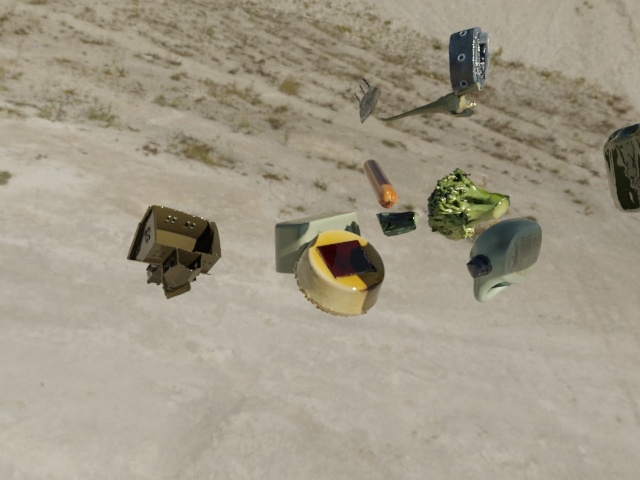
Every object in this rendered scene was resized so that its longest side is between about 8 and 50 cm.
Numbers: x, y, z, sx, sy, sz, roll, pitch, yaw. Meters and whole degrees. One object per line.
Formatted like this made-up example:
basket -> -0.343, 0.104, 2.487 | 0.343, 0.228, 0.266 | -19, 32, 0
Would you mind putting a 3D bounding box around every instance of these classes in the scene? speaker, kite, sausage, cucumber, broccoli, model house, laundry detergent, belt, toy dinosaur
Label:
speaker -> 0.000, 0.000, 1.834 | 0.183, 0.184, 0.406 | 0, 10, 37
kite -> 0.156, -0.506, 1.677 | 0.016, 0.127, 0.229 | 22, 30, -25
sausage -> 0.164, -0.164, 1.332 | 0.053, 0.053, 0.347 | 12, 24, -10
cucumber -> 0.312, -0.082, 1.994 | 0.193, 0.085, 0.115 | -2, 44, 28
broccoli -> 0.483, -0.101, 1.544 | 0.246, 0.247, 0.288 | 20, 45, 42
model house -> -0.423, 0.066, 1.335 | 0.211, 0.243, 0.204 | 17, 45, -35
laundry detergent -> 0.471, 0.059, 1.258 | 0.281, 0.214, 0.105 | -21, 35, -39
belt -> 0.522, -0.623, 1.641 | 0.128, 0.218, 0.122 | 3, 6, 37
toy dinosaur -> 0.323, -0.354, 1.278 | 0.251, 0.072, 0.200 | -29, 18, -23

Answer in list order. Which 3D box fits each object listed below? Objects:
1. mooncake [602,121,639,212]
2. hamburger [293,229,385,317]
mooncake -> 0.784, -0.176, 0.962 | 0.357, 0.194, 0.356 | -12, 0, 0
hamburger -> 0.061, 0.106, 1.490 | 0.302, 0.170, 0.302 | 13, 44, -13
